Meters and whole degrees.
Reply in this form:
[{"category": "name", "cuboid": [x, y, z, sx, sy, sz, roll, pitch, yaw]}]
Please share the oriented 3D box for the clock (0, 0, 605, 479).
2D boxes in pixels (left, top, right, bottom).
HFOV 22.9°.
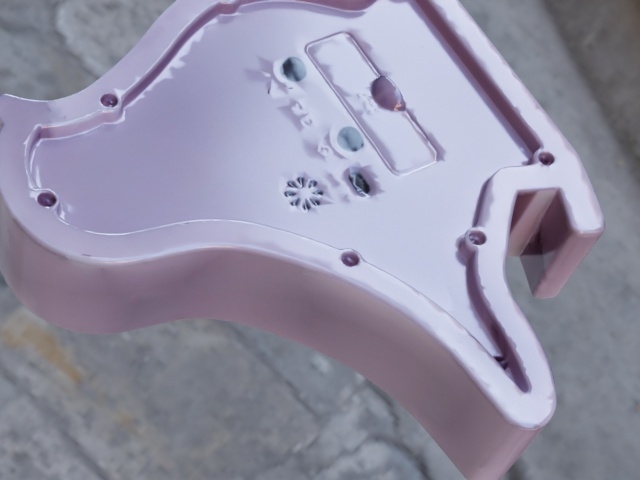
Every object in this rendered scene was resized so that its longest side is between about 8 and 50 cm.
[{"category": "clock", "cuboid": [0.000, 0.000, 0.786, 0.275, 0.080, 0.290, -27, 67, -26]}]
